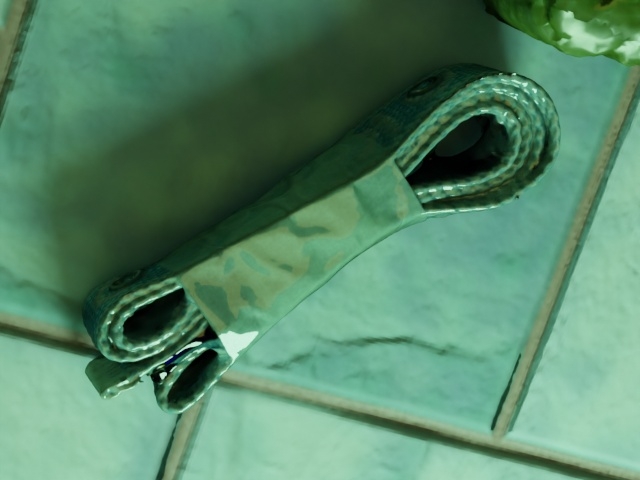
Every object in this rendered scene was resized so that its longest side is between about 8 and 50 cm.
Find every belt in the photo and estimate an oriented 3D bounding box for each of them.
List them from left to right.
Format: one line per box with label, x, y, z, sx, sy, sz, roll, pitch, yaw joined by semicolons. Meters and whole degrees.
belt;0.000;0.000;1.049;0.302;0.072;0.087;-33;111;-7

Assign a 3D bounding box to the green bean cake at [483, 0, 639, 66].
green bean cake;0.223;-0.206;1.038;0.248;0.125;0.222;5;103;-20
